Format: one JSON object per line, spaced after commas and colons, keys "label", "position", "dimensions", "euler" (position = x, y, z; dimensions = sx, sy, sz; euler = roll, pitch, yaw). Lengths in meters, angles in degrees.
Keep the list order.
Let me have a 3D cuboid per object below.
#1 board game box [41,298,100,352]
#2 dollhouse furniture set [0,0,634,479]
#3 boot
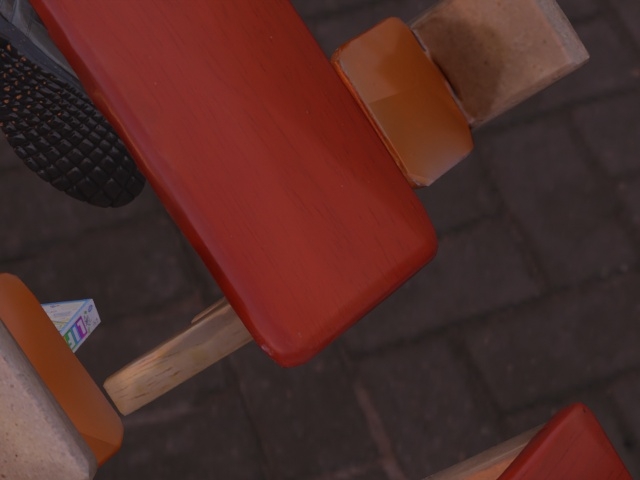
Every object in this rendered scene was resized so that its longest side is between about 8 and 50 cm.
{"label": "board game box", "position": [-0.295, 0.097, 1.677], "dimensions": [0.154, 0.026, 0.103], "euler": [-7, 25, 25]}
{"label": "dollhouse furniture set", "position": [0.000, 0.000, 0.458], "dimensions": [0.259, 0.135, 0.262], "euler": [56, 40, -3]}
{"label": "boot", "position": [-0.208, -0.152, 1.365], "dimensions": [0.246, 0.083, 0.161], "euler": [44, 33, -19]}
